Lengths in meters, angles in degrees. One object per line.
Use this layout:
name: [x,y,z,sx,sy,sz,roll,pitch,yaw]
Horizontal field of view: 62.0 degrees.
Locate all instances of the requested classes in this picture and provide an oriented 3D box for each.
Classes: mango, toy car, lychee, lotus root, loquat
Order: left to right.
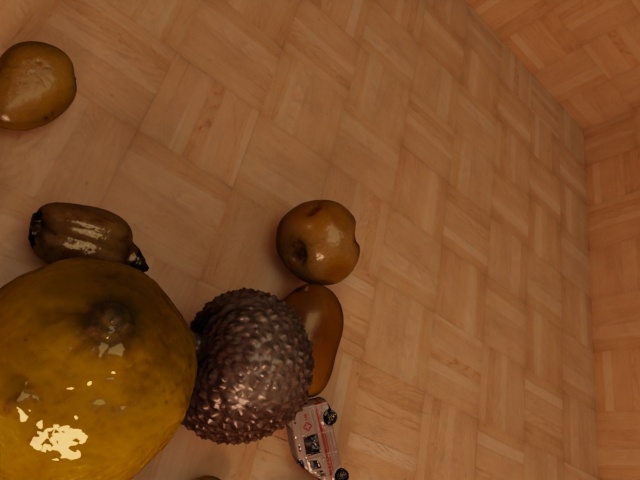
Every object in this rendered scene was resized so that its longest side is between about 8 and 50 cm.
mango: [-0.540,-0.282,0.986,0.137,0.098,0.195,46,58,-22]
lotus root: [-0.417,0.003,0.974,0.221,0.118,0.125,21,94,-37]
lychee: [-0.139,0.240,1.007,0.300,0.300,0.300,16,65,-36]
mango: [-0.033,0.221,1.211,0.175,0.139,0.254,25,66,-34]
toy car: [-0.013,0.456,1.173,0.108,0.089,0.209,-10,84,-22]
loquat: [0.004,0.004,1.284,0.213,0.213,0.213,16,65,-36]

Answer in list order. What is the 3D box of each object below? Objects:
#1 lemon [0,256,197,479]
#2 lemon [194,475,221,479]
lemon: [-0.351,0.194,0.791,0.350,0.387,0.349,21,42,-20]
lemon: [-0.217,0.480,1.008,0.092,0.065,0.065,6,71,-33]
